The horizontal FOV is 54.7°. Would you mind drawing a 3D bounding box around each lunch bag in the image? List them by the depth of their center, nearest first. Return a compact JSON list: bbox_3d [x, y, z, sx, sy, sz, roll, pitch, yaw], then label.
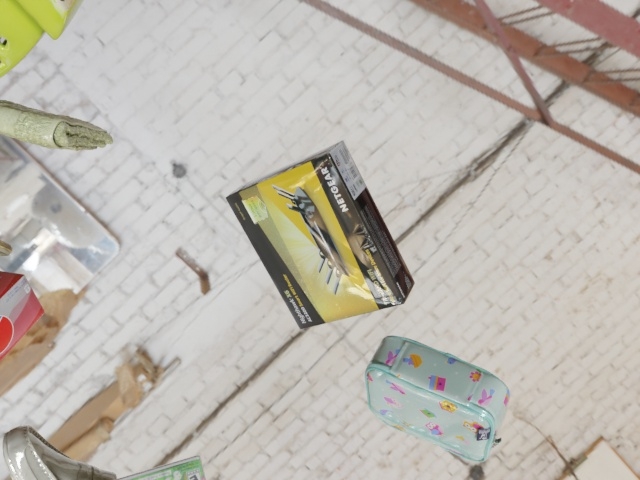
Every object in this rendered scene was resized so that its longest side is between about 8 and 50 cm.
[{"bbox_3d":[0.227,0.321,1.221,0.279,0.224,0.108,20,-130,24],"label":"lunch bag"}]

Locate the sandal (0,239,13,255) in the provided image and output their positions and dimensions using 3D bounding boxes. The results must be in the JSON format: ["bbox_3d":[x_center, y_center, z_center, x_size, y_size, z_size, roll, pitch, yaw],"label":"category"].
[{"bbox_3d":[-0.469,0.009,0.741,0.072,0.180,0.049,-1,-97,45],"label":"sandal"}]

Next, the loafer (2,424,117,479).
[{"bbox_3d":[-0.384,0.402,0.994,0.111,0.319,0.112,-31,-148,-10],"label":"loafer"}]

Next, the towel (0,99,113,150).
[{"bbox_3d":[-0.261,-0.108,0.565,0.148,0.110,0.027,-96,-159,-81],"label":"towel"}]

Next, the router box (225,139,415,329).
[{"bbox_3d":[0.000,0.000,1.159,0.243,0.309,0.081,-19,-163,33],"label":"router box"}]

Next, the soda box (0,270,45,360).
[{"bbox_3d":[-0.514,0.156,0.863,0.092,0.083,0.263,7,-139,18],"label":"soda box"}]

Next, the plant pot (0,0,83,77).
[{"bbox_3d":[-0.455,-0.387,0.867,0.207,0.227,0.228,-14,-133,23],"label":"plant pot"}]

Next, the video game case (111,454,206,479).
[{"bbox_3d":[-0.261,0.444,0.913,0.212,0.193,0.023,-14,167,-10],"label":"video game case"}]
